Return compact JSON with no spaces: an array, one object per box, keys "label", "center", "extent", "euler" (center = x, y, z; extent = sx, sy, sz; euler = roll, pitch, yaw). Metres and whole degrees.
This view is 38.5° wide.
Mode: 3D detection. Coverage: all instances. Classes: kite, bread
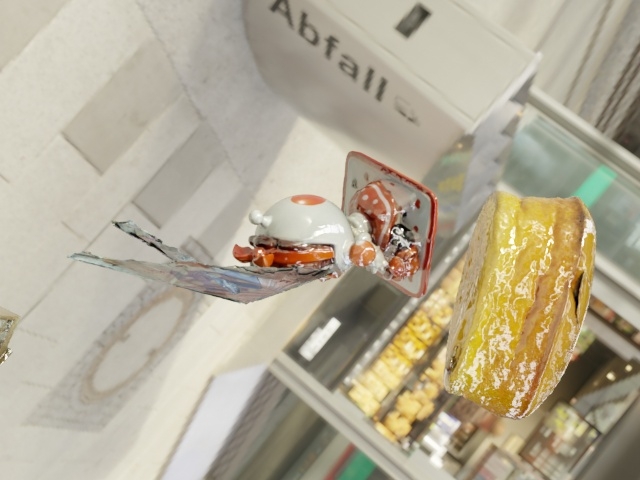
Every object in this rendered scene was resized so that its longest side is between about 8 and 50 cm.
[{"label":"kite","center":[-0.139,0.030,1.052],"extent":[0.314,0.335,0.011],"euler":[46,48,-63]},{"label":"bread","center":[0.231,0.072,1.062],"extent":[0.195,0.142,0.270],"euler":[-35,138,-85]}]

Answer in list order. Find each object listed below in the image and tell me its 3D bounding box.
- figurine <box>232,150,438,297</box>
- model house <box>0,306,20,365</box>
[{"label":"figurine","center":[0.000,0.000,1.158],"extent":[0.226,0.183,0.160],"euler":[-15,122,-35]},{"label":"model house","center":[-0.702,0.217,1.683],"extent":[0.248,0.181,0.176],"euler":[-67,166,-3]}]
